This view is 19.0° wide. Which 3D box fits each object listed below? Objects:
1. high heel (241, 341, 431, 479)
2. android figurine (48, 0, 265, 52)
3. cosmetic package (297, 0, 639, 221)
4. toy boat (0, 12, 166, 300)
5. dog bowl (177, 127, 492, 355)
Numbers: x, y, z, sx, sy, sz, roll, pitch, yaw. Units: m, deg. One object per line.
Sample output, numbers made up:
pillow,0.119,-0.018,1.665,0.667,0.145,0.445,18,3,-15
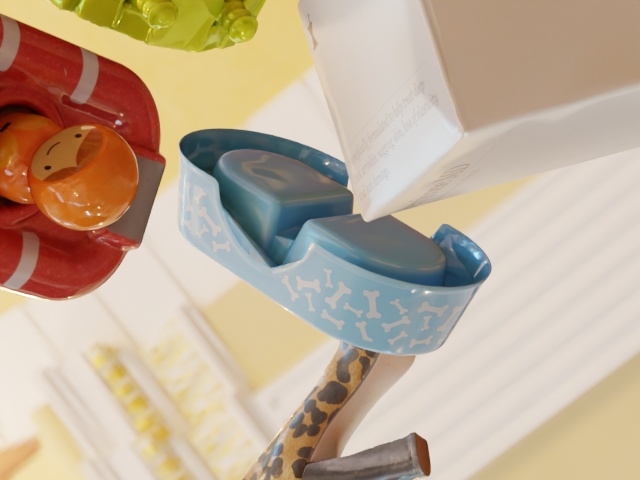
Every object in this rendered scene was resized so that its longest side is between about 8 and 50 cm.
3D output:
high heel,-0.004,0.125,1.760,0.093,0.186,0.261,49,-152,-51
android figurine,-0.134,-0.209,1.246,0.248,0.056,0.273,7,-147,-39
cosmetic package,0.200,-0.146,1.106,0.217,0.385,0.156,133,119,-74
toy boat,-0.162,-0.045,1.060,0.151,0.151,0.231,15,177,43
dog bowl,0.000,0.000,1.562,0.297,0.074,0.166,33,-154,34
